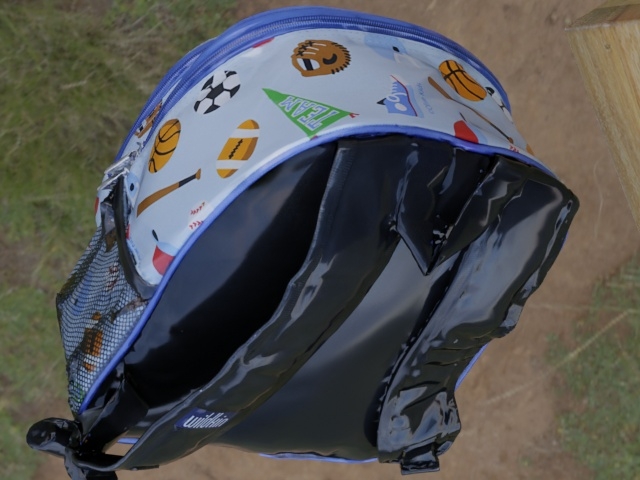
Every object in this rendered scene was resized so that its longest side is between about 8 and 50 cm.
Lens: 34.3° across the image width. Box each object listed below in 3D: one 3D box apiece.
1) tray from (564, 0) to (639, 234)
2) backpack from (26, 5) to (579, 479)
[{"bbox_3d":[0.252,0.066,0.373,0.076,0.202,0.411,13,132,64],"label":"tray"},{"bbox_3d":[0.000,0.000,0.589,0.276,0.213,0.263,7,140,-36],"label":"backpack"}]
